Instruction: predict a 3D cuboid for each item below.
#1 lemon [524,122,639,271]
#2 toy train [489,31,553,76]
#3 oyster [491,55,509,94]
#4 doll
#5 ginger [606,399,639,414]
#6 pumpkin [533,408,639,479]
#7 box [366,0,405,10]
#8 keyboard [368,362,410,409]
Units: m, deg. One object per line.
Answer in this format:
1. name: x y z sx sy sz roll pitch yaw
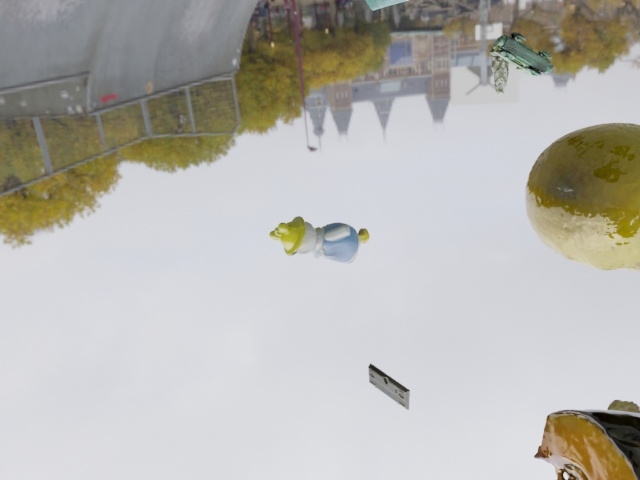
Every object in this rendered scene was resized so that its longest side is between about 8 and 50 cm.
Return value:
1. lemon: 0.492 -0.075 0.969 0.260 0.261 0.284 -11 175 -14
2. toy train: 0.377 -0.349 1.062 0.122 0.050 0.081 25 -167 -14
3. oyster: 0.413 -0.401 1.304 0.037 0.098 0.100 -1 -137 15
4. doll: 0.000 -0.001 1.303 0.241 0.099 0.135 11 -177 -30
5. ginger: 0.677 0.437 1.131 0.086 0.131 0.294 -21 -146 -6
6. pumpkin: 0.366 0.351 0.621 0.225 0.303 0.256 9 -175 -12
7. box: 0.182 -0.368 0.606 0.311 0.118 0.205 -25 -163 3
8. keyboard: 0.145 0.309 1.199 0.015 0.049 0.129 -18 -157 -29
